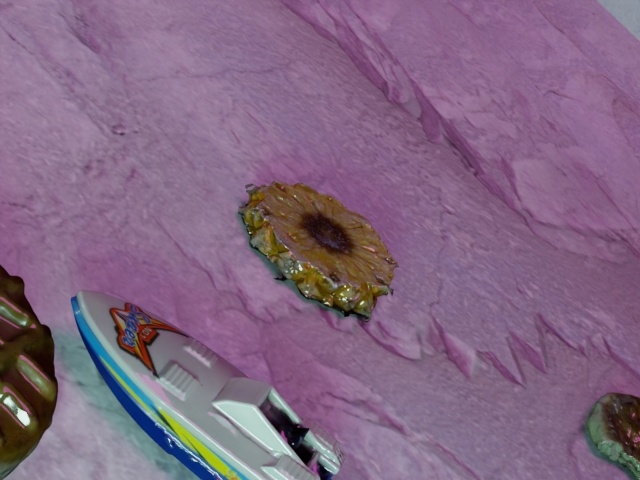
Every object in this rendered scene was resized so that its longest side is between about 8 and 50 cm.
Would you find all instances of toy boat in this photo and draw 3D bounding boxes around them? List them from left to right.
[{"bbox_3d":[-0.108,0.142,1.637,0.295,0.088,0.129,39,26,0],"label":"toy boat"}]

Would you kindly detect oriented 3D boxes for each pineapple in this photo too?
[{"bbox_3d":[0.000,0.000,2.054,0.221,0.047,0.221,29,27,-17],"label":"pineapple"}]

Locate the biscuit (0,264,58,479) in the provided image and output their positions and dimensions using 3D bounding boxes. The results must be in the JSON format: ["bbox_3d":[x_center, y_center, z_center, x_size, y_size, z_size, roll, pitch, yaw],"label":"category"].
[{"bbox_3d":[-0.355,0.074,1.415,0.332,0.103,0.332,31,26,-17],"label":"biscuit"}]

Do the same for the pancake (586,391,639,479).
[{"bbox_3d":[0.422,0.273,2.172,0.253,0.037,0.253,29,28,-17],"label":"pancake"}]
